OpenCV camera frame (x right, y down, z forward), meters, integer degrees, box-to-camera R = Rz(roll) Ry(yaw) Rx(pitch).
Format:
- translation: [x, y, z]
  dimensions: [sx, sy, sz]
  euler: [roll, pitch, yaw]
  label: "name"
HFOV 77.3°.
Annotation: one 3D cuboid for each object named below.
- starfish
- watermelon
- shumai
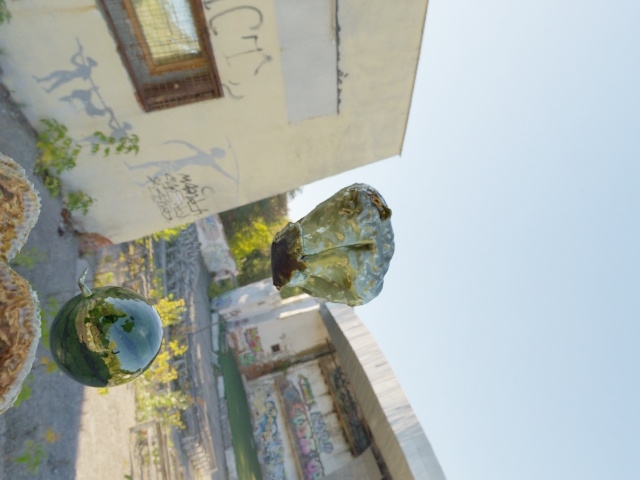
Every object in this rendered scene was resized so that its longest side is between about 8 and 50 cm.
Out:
- translation: [-0.247, 0.019, 0.264]
  dimensions: [0.209, 0.150, 0.053]
  euler: [56, -15, 7]
  label: "starfish"
- translation: [-0.400, 0.168, 0.750]
  dimensions: [0.188, 0.188, 0.214]
  euler: [-127, -156, -64]
  label: "watermelon"
- translation: [0.002, -0.006, 0.554]
  dimensions: [0.184, 0.142, 0.184]
  euler: [-13, -108, 44]
  label: "shumai"
